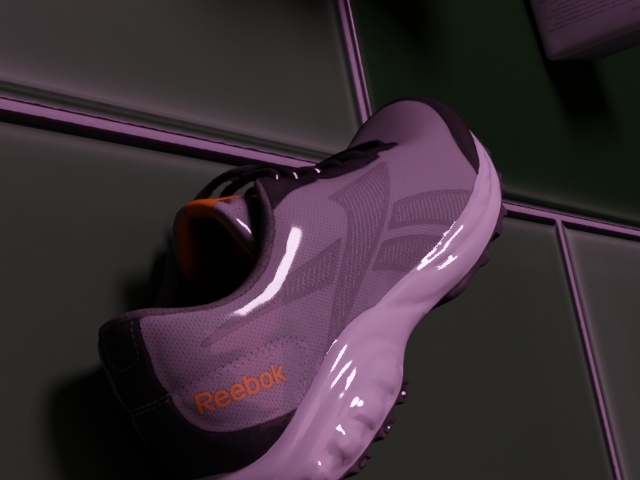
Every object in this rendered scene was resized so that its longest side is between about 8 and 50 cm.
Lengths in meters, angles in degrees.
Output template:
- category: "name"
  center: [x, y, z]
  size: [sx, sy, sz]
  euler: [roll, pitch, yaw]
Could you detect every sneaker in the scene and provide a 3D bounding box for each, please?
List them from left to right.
- category: "sneaker"
  center: [0.000, 0.000, 0.548]
  size: [0.108, 0.100, 0.271]
  euler: [53, 37, -16]

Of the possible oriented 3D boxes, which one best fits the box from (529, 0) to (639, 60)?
- category: "box"
  center: [0.217, -0.188, 0.947]
  size: [0.101, 0.102, 0.087]
  euler: [-13, 86, -58]
